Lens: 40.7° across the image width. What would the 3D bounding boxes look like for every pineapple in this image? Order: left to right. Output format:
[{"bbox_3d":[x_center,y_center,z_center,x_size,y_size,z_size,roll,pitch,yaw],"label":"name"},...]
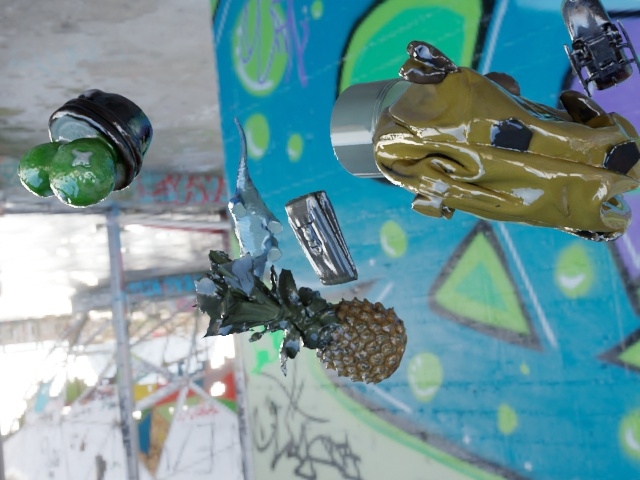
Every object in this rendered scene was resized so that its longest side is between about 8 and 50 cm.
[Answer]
[{"bbox_3d":[-0.021,0.096,1.097,0.277,0.130,0.119,19,-157,-27],"label":"pineapple"}]

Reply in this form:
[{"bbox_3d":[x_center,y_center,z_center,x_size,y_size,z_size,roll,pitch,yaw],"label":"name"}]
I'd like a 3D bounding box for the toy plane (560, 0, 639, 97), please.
[{"bbox_3d":[0.435,-0.373,1.432,0.106,0.155,0.381,-26,132,22],"label":"toy plane"}]

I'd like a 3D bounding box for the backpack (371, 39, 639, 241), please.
[{"bbox_3d":[0.229,-0.124,1.148,0.353,0.201,0.378,11,-171,-21],"label":"backpack"}]

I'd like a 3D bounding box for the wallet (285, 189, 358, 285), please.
[{"bbox_3d":[0.000,0.000,2.168,0.052,0.245,0.168,-27,-174,-35],"label":"wallet"}]

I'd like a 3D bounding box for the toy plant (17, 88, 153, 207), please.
[{"bbox_3d":[-0.397,-0.145,1.470,0.218,0.175,0.235,2,-139,38],"label":"toy plant"}]

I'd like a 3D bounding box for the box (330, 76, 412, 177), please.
[{"bbox_3d":[0.154,-0.258,1.997,0.226,0.226,0.149,-1,-177,-44],"label":"box"}]

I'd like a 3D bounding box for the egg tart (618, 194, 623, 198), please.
[{"bbox_3d":[0.551,-0.131,1.883,0.132,0.297,0.297,-16,176,-11],"label":"egg tart"}]

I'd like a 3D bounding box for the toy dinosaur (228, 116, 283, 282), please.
[{"bbox_3d":[-0.100,-0.015,1.346,0.076,0.329,0.144,-11,-151,-6],"label":"toy dinosaur"}]
